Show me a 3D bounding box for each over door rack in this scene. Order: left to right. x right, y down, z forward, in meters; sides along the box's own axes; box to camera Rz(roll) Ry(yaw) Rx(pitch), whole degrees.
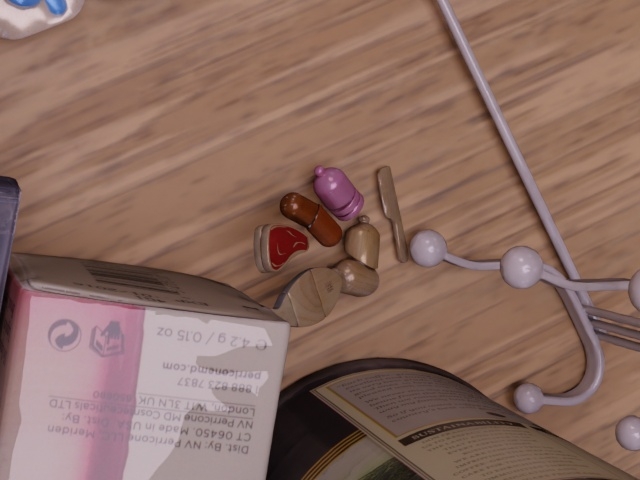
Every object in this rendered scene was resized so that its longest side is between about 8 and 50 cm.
[{"bbox_3d":[0.125,-0.042,0.704,0.108,0.239,0.324,-20,102,-20],"label":"over door rack"}]

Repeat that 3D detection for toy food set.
[{"bbox_3d":[0.000,0.000,0.763,0.122,0.019,0.078,-21,102,-48],"label":"toy food set"}]

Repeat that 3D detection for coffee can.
[{"bbox_3d":[0.068,0.179,0.689,0.201,0.275,0.201,-2,96,-16],"label":"coffee can"}]

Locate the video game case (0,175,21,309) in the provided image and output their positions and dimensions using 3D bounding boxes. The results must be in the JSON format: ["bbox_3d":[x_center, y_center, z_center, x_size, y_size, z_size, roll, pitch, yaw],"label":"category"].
[{"bbox_3d":[-0.254,0.092,0.634,0.196,0.026,0.274,7,106,-24],"label":"video game case"}]

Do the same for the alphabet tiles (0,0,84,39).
[{"bbox_3d":[-0.189,-0.235,0.703,0.284,0.021,0.278,-24,102,-13],"label":"alphabet tiles"}]

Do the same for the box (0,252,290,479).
[{"bbox_3d":[-0.108,0.132,0.700,0.127,0.148,0.232,9,93,-17],"label":"box"}]
